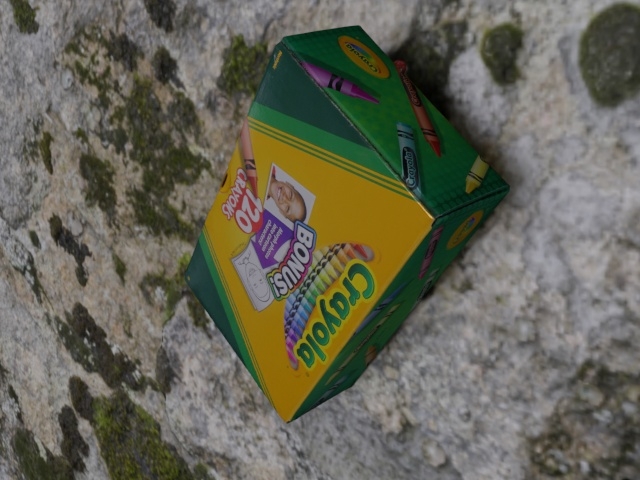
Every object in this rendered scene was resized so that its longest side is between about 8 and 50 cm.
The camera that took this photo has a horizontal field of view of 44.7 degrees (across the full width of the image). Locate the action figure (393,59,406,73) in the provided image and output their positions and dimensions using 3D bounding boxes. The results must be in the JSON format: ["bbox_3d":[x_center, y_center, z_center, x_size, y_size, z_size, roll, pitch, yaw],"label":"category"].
[{"bbox_3d":[0.045,-0.084,0.600,0.038,0.030,0.115,37,122,36],"label":"action figure"}]

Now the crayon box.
[{"bbox_3d":[0.000,0.000,0.597,0.165,0.081,0.278,51,139,20],"label":"crayon box"}]
